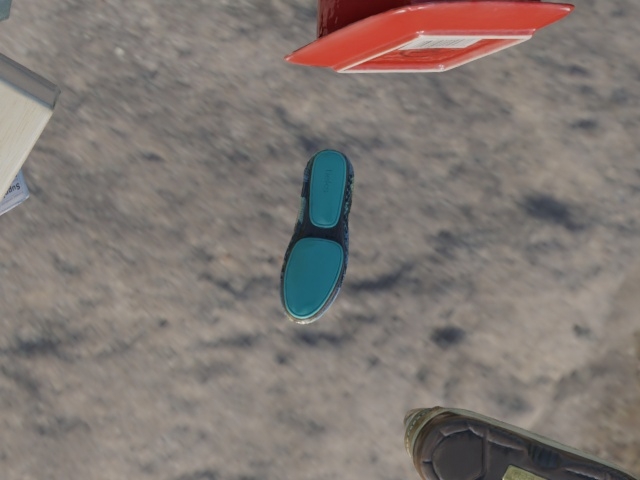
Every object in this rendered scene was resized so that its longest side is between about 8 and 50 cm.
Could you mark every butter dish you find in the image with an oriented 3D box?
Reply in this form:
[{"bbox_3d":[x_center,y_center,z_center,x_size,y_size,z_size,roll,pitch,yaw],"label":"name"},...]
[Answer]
[{"bbox_3d":[0.069,-0.186,1.323,0.160,0.160,0.118,-4,84,-36],"label":"butter dish"}]

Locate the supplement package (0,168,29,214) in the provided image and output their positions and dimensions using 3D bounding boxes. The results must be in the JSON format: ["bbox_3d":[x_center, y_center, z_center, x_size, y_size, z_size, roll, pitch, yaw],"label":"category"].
[{"bbox_3d":[-0.381,-0.122,1.682,0.134,0.139,0.244,-38,119,-52],"label":"supplement package"}]

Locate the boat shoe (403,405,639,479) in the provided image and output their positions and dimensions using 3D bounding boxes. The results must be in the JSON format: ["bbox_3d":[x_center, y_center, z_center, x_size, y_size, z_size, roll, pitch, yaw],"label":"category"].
[{"bbox_3d":[0.134,0.145,1.134,0.190,0.072,0.068,32,93,-17],"label":"boat shoe"}]

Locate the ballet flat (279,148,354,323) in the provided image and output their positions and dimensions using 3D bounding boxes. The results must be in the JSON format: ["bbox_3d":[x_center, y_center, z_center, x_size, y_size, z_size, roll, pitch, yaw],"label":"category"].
[{"bbox_3d":[0.000,0.000,1.967,0.070,0.070,0.188,21,76,-27],"label":"ballet flat"}]

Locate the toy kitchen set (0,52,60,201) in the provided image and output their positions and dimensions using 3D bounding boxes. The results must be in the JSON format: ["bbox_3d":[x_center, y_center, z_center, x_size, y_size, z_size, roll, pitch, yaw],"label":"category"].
[{"bbox_3d":[-0.246,-0.095,0.976,0.207,0.166,0.122,30,108,-12],"label":"toy kitchen set"}]

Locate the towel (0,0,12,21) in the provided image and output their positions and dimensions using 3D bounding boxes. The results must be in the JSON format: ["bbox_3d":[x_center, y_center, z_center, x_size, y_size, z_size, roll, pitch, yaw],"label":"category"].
[{"bbox_3d":[-0.317,-0.283,1.285,0.324,0.056,0.312,-27,115,-58],"label":"towel"}]
